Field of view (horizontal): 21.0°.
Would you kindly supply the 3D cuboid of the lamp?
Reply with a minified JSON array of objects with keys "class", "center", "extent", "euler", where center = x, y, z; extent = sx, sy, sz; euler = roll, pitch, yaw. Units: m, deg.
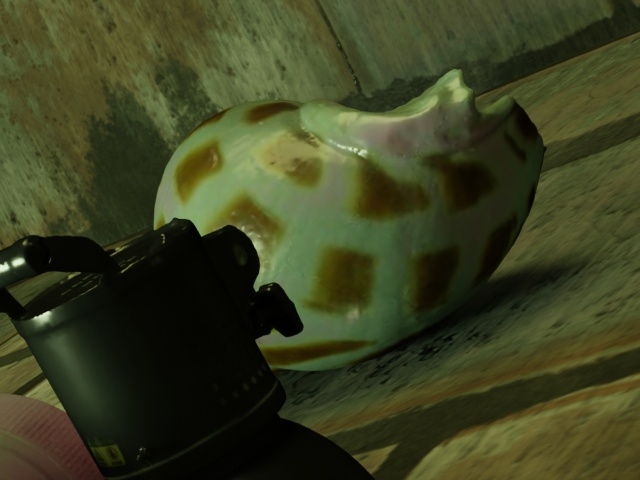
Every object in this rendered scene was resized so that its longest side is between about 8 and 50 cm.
[{"class":"lamp","center":[-0.063,0.079,0.840],"extent":[0.147,0.227,0.172],"euler":[-20,11,39]}]

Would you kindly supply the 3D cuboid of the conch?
[{"class":"conch","center":[0.000,0.000,1.267],"extent":[0.249,0.197,0.368],"euler":[10,-11,-22]}]

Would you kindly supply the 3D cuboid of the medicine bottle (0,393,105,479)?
[{"class":"medicine bottle","center":[-0.199,0.187,0.858],"extent":[0.152,0.152,0.254],"euler":[-24,9,18]}]
